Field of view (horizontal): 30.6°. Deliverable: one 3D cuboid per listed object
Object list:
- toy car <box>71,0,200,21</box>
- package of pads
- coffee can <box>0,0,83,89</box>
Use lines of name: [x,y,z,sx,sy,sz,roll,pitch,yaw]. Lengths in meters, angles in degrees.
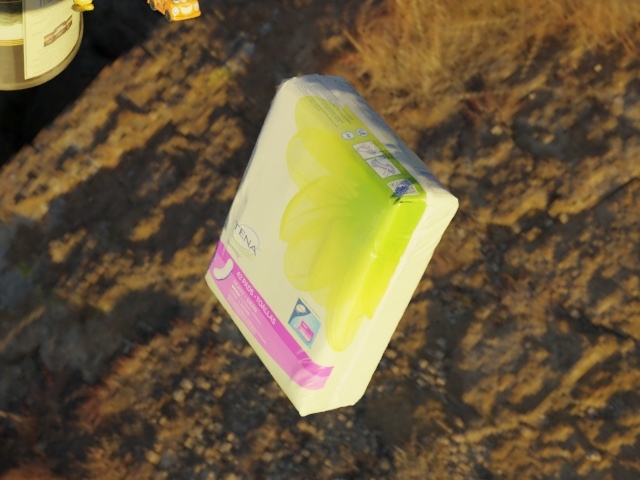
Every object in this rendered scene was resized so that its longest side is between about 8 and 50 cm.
toy car: [-0.182,-0.241,1.156,0.122,0.040,0.060,-7,35,-18]
package of pads: [0.000,0.000,1.240,0.229,0.101,0.296,51,131,35]
coffee can: [-0.390,-0.338,1.438,0.275,0.201,0.201,121,169,-65]
